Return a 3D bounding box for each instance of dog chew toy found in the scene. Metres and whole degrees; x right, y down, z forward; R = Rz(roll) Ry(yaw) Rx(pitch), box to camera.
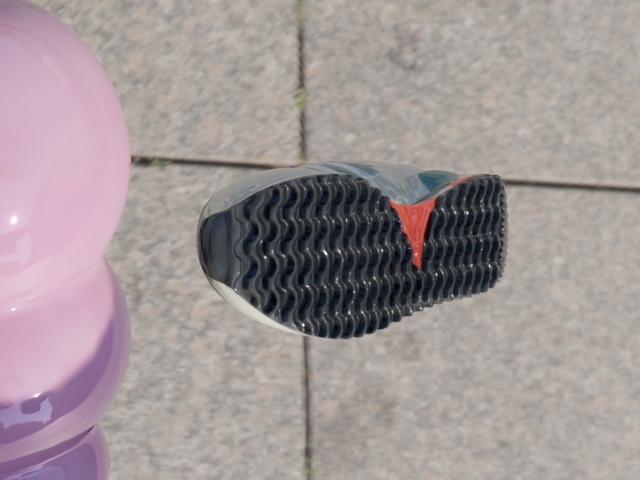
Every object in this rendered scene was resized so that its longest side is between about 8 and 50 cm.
[{"bbox_3d":[-0.196,0.037,0.728,0.207,0.207,0.331,-16,109,-29],"label":"dog chew toy"}]

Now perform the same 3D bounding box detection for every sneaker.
[{"bbox_3d":[0.000,0.000,0.482,0.161,0.075,0.057,-8,100,-51],"label":"sneaker"}]
